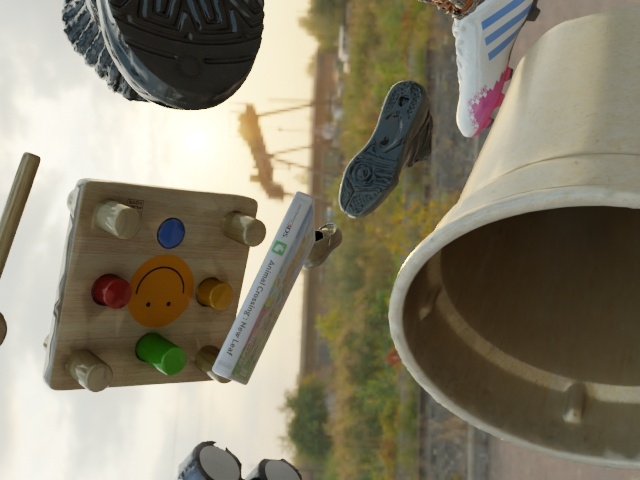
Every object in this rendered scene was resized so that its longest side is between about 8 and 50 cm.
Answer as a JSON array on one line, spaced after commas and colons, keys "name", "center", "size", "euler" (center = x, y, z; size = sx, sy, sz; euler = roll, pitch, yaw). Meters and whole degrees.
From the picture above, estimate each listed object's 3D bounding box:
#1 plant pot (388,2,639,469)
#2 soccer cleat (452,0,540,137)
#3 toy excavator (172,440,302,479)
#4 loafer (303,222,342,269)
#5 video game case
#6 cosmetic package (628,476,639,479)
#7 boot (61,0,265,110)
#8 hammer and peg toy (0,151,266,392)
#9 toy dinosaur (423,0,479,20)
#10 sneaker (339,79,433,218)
[{"name": "plant pot", "center": [0.254, -0.025, 0.755], "size": [0.334, 0.334, 0.305], "euler": [91, -165, -50]}, {"name": "soccer cleat", "center": [0.283, -0.350, 1.590], "size": [0.116, 0.143, 0.331], "euler": [-95, 22, -65]}, {"name": "toy excavator", "center": [-0.184, 0.558, 1.409], "size": [0.222, 0.433, 0.445], "euler": [-50, 40, 23]}, {"name": "loafer", "center": [0.000, 0.000, 1.644], "size": [0.148, 0.056, 0.050], "euler": [-59, -48, -59]}, {"name": "video game case", "center": [-0.054, 0.060, 0.951], "size": [0.212, 0.023, 0.193], "euler": [90, -155, -79]}, {"name": "cosmetic package", "center": [0.356, 0.353, 0.963], "size": [0.113, 0.309, 0.160], "euler": [-103, -3, -72]}, {"name": "boot", "center": [-0.159, -0.200, 0.833], "size": [0.260, 0.131, 0.348], "euler": [120, 143, -52]}, {"name": "hammer and peg toy", "center": [-0.240, 0.049, 1.063], "size": [0.127, 0.361, 0.266], "euler": [21, 102, 47]}, {"name": "toy dinosaur", "center": [0.126, -0.440, 1.306], "size": [0.218, 0.164, 0.322], "euler": [61, -175, 34]}, {"name": "sneaker", "center": [0.112, -0.123, 1.394], "size": [0.227, 0.087, 0.130], "euler": [-65, -27, -10]}]
